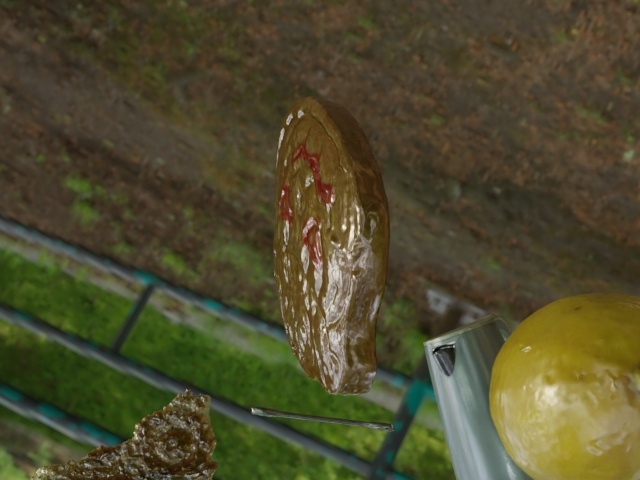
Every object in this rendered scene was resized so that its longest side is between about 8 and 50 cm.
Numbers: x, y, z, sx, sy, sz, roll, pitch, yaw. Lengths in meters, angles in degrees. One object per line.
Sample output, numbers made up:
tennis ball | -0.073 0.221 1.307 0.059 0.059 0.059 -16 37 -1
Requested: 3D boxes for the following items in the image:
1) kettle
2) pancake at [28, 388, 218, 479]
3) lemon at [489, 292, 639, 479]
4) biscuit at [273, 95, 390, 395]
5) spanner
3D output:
kettle | 0.263 0.238 1.902 0.160 0.210 0.243 -22 84 42
pancake | -0.222 0.280 1.525 0.266 0.244 0.057 21 162 18
lemon | 0.301 0.168 1.359 0.236 0.236 0.263 30 -172 -5
biscuit | -0.002 0.000 1.166 0.049 0.257 0.273 -1 -159 -15
spanner | 0.006 0.309 2.185 0.254 0.015 0.054 8 172 -4
